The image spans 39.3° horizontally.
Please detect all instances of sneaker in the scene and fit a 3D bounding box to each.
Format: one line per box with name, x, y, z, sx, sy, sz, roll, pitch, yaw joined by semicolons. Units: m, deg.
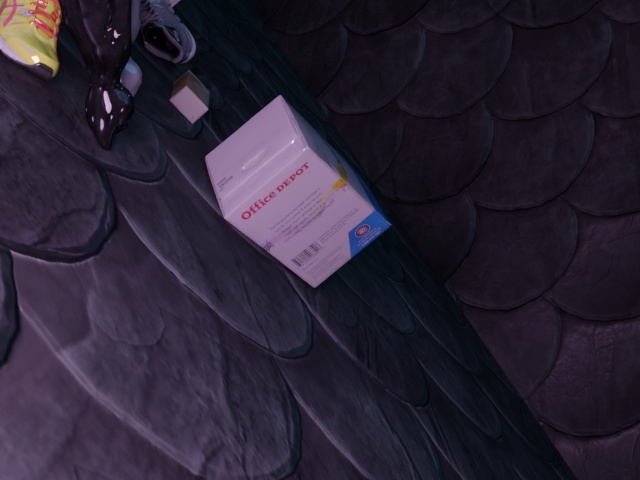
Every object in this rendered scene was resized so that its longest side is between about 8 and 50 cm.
sneaker;-0.320;-0.423;1.660;0.229;0.086;0.132;49;14;-13
sneaker;-0.349;-0.277;1.090;0.081;0.094;0.208;36;19;-51

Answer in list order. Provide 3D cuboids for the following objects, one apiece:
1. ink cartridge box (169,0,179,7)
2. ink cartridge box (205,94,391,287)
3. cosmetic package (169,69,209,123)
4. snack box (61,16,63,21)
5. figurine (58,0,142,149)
ink cartridge box;-0.357;-0.654;1.745;0.385;0.279;0.160;49;11;-13
ink cartridge box;-0.039;-0.078;1.448;0.232;0.171;0.168;41;15;-40
cosmetic package;-0.230;-0.256;1.588;0.060;0.041;0.115;46;13;-24
snack box;-0.361;-0.441;1.264;0.174;0.207;0.070;37;18;-47
figurine;-0.273;-0.247;1.157;0.215;0.092;0.209;-102;-167;-64
